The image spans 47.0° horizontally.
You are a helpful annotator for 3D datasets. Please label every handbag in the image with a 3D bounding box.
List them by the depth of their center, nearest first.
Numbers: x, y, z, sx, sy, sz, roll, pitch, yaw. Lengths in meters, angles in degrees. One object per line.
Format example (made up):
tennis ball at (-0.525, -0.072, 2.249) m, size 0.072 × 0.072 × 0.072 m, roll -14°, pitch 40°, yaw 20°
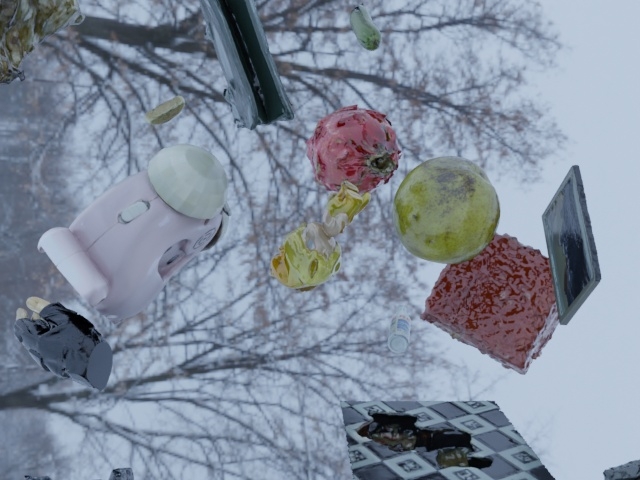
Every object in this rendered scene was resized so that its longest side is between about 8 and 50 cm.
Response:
handbag at (-0.138, -0.311, 1.240) m, size 0.260 × 0.079 × 0.247 m, roll -143°, pitch -148°, yaw -73°

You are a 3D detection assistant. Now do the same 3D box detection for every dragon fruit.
dragon fruit at (0.076, -0.189, 1.594) m, size 0.205 × 0.210 × 0.268 m, roll -62°, pitch -151°, yaw 7°

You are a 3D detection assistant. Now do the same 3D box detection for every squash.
squash at (0.092, -0.456, 1.562) m, size 0.183 × 0.052 × 0.052 m, roll -103°, pitch -155°, yaw -48°

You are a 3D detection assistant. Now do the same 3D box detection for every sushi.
sushi at (0.182, 0.336, 1.144) m, size 0.294 × 0.292 × 0.059 m, roll -105°, pitch -163°, yaw -77°

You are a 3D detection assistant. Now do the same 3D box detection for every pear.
pear at (0.229, -0.061, 1.320) m, size 0.197 × 0.197 × 0.197 m, roll 180°, pitch -90°, yaw -65°

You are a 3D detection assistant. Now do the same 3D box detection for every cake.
cake at (0.438, 0.150, 1.763) m, size 0.269 × 0.319 × 0.270 m, roll 30°, pitch -91°, yaw 26°

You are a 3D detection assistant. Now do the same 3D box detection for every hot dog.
hot dog at (-0.319, -0.265, 1.528) m, size 0.030 × 0.090 × 0.034 m, roll 56°, pitch -7°, yaw 28°

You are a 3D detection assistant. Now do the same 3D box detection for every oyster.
oyster at (-0.420, -0.275, 0.932) m, size 0.204 × 0.111 × 0.396 m, roll 110°, pitch 5°, yaw -48°

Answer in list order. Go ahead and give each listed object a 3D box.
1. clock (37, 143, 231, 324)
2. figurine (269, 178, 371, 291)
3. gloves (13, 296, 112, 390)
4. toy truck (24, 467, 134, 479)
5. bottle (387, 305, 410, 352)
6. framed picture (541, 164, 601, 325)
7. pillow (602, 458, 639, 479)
clock at (-0.309, -0.014, 1.340) m, size 0.184 × 0.326 × 0.342 m, roll 48°, pitch -14°, yaw 0°
figurine at (0.000, 0.000, 1.407) m, size 0.246 × 0.131 × 0.156 m, roll -53°, pitch -151°, yaw 25°
gloves at (-0.484, 0.180, 1.356) m, size 0.124 × 0.203 × 0.164 m, roll -54°, pitch 152°, yaw -46°
toy truck at (-0.417, 0.505, 1.226) m, size 0.363 × 0.176 × 0.178 m, roll -56°, pitch -140°, yaw 46°
bottle at (0.219, 0.236, 2.037) m, size 0.217 × 0.060 × 0.060 m, roll -69°, pitch 170°, yaw -69°
framed picture at (0.494, 0.008, 1.460) m, size 0.192 × 0.018 × 0.265 m, roll 98°, pitch -5°, yaw -57°
pillow at (0.678, 0.571, 1.489) m, size 0.101 × 0.228 × 0.326 m, roll -133°, pitch -148°, yaw -61°
